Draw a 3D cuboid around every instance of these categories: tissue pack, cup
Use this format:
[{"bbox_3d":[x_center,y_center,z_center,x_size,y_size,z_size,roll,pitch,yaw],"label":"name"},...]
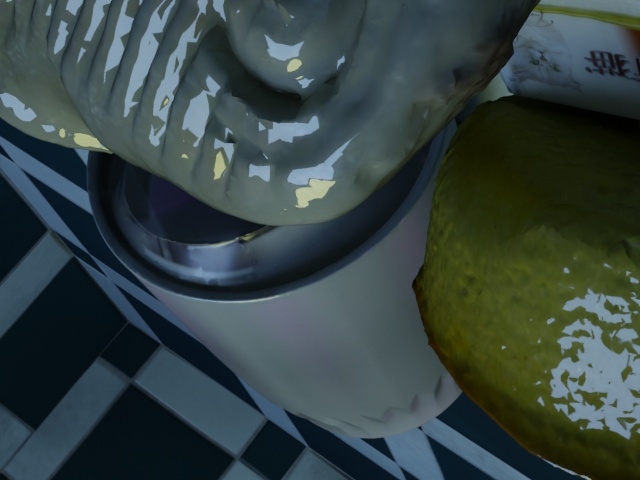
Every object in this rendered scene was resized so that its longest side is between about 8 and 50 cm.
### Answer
[{"bbox_3d":[0.154,-0.115,0.500,0.149,0.106,0.099,22,157,47],"label":"tissue pack"},{"bbox_3d":[0.000,0.000,0.894,0.253,0.253,0.371,30,164,28],"label":"cup"}]

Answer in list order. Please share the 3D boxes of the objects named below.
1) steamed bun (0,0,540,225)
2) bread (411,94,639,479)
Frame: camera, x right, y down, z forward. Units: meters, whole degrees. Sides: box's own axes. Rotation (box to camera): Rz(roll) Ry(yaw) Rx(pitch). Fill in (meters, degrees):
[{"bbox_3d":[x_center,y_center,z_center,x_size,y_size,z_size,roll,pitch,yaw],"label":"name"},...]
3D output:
[{"bbox_3d":[-0.014,-0.185,0.455,0.324,0.219,0.310,16,112,43],"label":"steamed bun"},{"bbox_3d":[0.177,0.020,0.555,0.270,0.270,0.148,27,121,36],"label":"bread"}]
